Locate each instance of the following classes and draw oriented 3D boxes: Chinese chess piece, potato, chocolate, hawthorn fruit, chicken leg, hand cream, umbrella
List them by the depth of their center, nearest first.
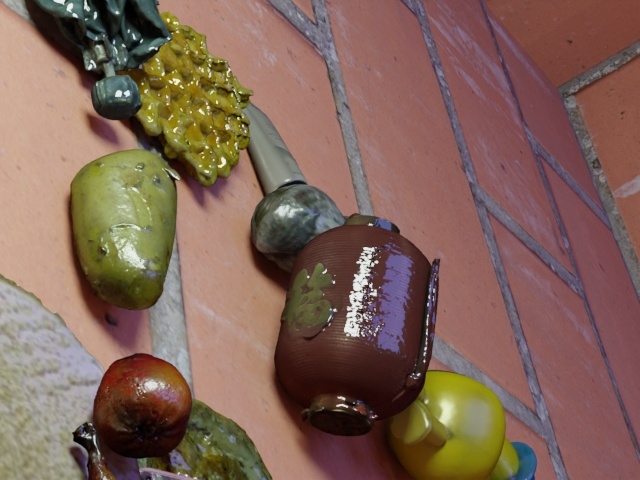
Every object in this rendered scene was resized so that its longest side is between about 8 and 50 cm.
[{"bbox_3d":[-0.235,0.148,0.860,0.270,0.112,0.270,48,24,-30],"label":"Chinese chess piece"},{"bbox_3d":[-0.127,0.189,0.861,0.145,0.037,0.062,62,-2,-3],"label":"chicken leg"},{"bbox_3d":[-0.126,0.115,0.912,0.077,0.077,0.077,47,25,-30],"label":"hawthorn fruit"},{"bbox_3d":[-0.183,-0.012,1.211,0.105,0.085,0.188,4,47,-17],"label":"potato"},{"bbox_3d":[-0.245,-0.288,1.373,0.094,0.143,0.349,95,-18,-64],"label":"umbrella"},{"bbox_3d":[0.000,0.000,1.566,0.248,0.110,0.110,30,37,-61],"label":"chocolate"},{"bbox_3d":[-0.066,-0.116,1.646,0.087,0.054,0.186,32,28,-55],"label":"hand cream"}]

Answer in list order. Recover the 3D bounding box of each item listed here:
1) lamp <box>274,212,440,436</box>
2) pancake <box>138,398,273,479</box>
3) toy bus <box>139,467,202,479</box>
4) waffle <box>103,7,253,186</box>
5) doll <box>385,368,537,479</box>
[{"bbox_3d":[0.046,0.087,1.413,0.180,0.180,0.258,40,50,-41],"label":"lamp"},{"bbox_3d":[-0.098,0.248,1.133,0.253,0.037,0.253,44,30,-34],"label":"pancake"},{"bbox_3d":[-0.098,0.240,1.031,0.203,0.063,0.090,28,39,-51],"label":"toy bus"},{"bbox_3d":[-0.168,-0.179,1.485,0.238,0.059,0.243,53,24,-17],"label":"waffle"},{"bbox_3d":[0.172,0.238,1.601,0.363,0.145,0.199,40,24,-55],"label":"doll"}]
